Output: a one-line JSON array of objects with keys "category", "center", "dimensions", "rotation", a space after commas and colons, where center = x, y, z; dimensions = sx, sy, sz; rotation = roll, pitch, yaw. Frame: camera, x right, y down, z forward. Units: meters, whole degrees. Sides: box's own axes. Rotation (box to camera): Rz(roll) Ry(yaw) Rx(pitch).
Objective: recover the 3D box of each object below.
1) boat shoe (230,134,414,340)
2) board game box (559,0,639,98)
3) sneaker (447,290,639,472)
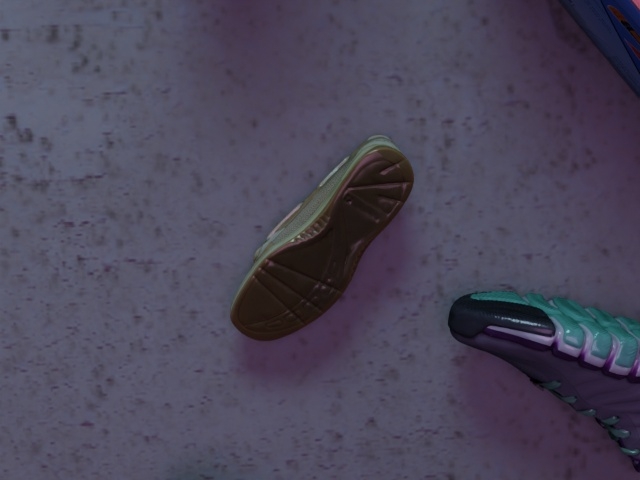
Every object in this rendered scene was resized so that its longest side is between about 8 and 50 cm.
[{"category": "boat shoe", "center": [-0.001, -0.002, 0.851], "dimensions": [0.056, 0.048, 0.153], "rotation": [34, 102, -18]}, {"category": "board game box", "center": [0.179, -0.134, 0.785], "dimensions": [0.027, 0.145, 0.281], "rotation": [-41, 97, 4]}, {"category": "sneaker", "center": [0.183, 0.098, 0.849], "dimensions": [0.223, 0.083, 0.098], "rotation": [12, 101, -4]}]
